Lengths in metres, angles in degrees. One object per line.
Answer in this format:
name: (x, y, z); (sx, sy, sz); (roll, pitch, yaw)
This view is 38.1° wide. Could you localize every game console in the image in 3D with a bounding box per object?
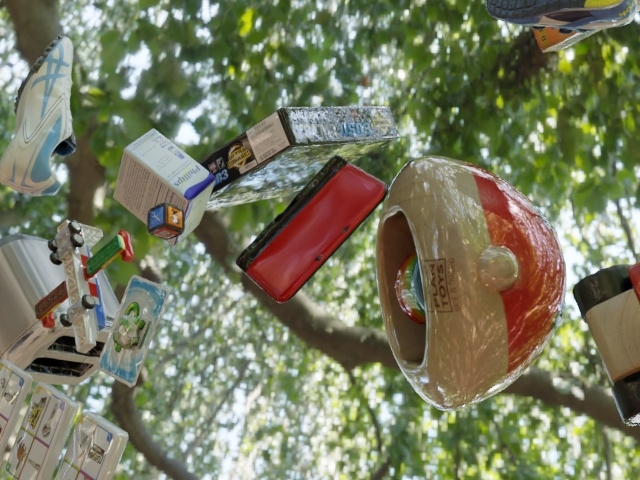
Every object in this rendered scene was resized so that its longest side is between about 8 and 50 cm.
game console: (0.000, 0.000, 0.879); (0.085, 0.144, 0.124); (42, -5, 22)

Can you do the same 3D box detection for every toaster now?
toaster: (-0.339, 0.088, 1.146); (0.129, 0.146, 0.227); (-42, -25, 8)

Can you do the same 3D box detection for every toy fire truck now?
toy fire truck: (0.363, 0.070, 0.722); (0.246, 0.159, 0.217); (-33, -33, 30)

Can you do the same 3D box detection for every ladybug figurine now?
ladybug figurine: (0.175, 0.048, 1.120); (0.161, 0.305, 0.449); (-7, -1, -6)

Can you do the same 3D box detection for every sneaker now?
sneaker: (0.219, -0.214, 0.845); (0.144, 0.053, 0.059); (11, -9, 39)
sneaker: (-0.353, -0.161, 1.203); (0.086, 0.237, 0.085); (22, -31, -28)

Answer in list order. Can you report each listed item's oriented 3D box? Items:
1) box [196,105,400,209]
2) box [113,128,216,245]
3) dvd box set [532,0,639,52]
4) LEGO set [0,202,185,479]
box: (-0.061, -0.140, 1.585); (0.293, 0.073, 0.295); (-24, -8, 40)
box: (-0.251, -0.084, 1.482); (0.137, 0.072, 0.126); (39, -39, 8)
dvd box set: (0.407, -0.459, 1.144); (0.062, 0.308, 0.420); (-11, -9, -43)
LEGO set: (-0.179, 0.081, 0.739); (0.182, 0.244, 0.060); (16, -5, 42)
